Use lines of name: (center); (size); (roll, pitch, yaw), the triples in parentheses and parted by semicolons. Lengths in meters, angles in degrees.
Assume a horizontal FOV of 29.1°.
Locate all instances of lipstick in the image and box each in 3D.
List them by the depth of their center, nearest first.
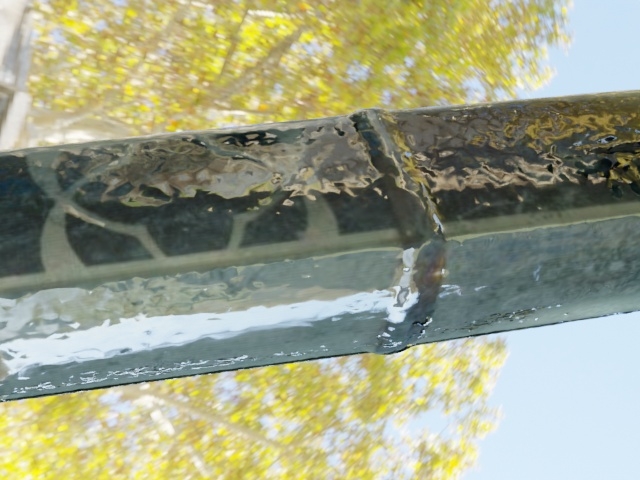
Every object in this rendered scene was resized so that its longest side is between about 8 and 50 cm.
lipstick: (0.000, 0.000, 0.462); (0.289, 0.076, 0.077); (-8, -128, -15)
